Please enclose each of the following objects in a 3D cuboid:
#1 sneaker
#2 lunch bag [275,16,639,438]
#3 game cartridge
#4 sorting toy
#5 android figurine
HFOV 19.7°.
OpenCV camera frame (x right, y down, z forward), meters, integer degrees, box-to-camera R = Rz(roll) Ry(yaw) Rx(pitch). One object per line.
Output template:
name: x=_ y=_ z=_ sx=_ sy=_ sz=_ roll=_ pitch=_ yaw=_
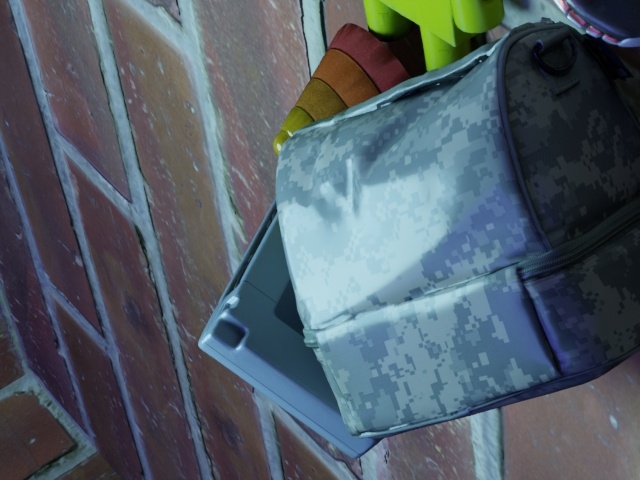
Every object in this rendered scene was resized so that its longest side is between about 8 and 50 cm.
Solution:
sneaker: x=0.190 y=-0.206 z=1.306 sx=0.158 sy=0.061 sz=0.065 roll=51 pitch=152 yaw=16
lunch bag: x=0.120 y=-0.013 z=1.440 sx=0.305 sy=0.212 sz=0.256 roll=-20 pitch=97 yaw=46
game cartridge: x=0.026 y=0.047 z=1.632 sx=0.198 sy=0.297 sz=0.062 roll=40 pitch=133 yaw=-12
sorting toy: x=0.084 y=-0.014 z=1.634 sx=0.365 sy=0.126 sz=0.127 roll=53 pitch=164 yaw=4
android figurine: x=0.062 y=-0.265 z=1.514 sx=0.248 sy=0.056 sz=0.273 roll=40 pitch=154 yaw=40
